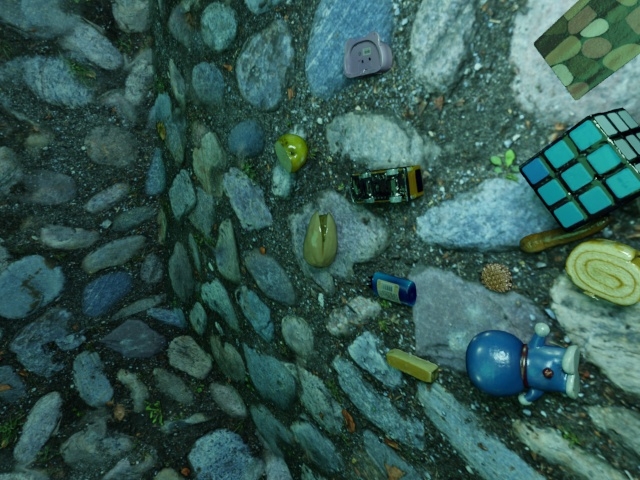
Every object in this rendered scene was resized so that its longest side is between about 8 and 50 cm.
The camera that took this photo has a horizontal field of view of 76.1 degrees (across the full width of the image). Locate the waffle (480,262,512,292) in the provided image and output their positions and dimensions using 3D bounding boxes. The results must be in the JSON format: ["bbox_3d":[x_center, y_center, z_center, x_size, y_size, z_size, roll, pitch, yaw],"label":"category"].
[{"bbox_3d":[0.452,0.096,1.052,0.083,0.029,0.075,26,123,46],"label":"waffle"}]

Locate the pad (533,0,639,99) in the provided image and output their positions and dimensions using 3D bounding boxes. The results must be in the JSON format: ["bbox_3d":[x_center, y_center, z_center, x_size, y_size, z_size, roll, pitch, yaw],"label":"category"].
[{"bbox_3d":[0.540,-0.402,0.761,0.235,0.003,0.158,-43,71,50],"label":"pad"}]

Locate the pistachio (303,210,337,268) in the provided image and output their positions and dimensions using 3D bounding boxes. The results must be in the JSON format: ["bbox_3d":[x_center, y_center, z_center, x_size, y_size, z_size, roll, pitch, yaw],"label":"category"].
[{"bbox_3d":[0.000,0.000,1.503,0.136,0.136,0.225,24,116,44],"label":"pistachio"}]

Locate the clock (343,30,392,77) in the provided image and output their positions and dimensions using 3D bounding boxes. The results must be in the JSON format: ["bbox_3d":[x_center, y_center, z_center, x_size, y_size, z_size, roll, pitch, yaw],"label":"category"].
[{"bbox_3d":[0.135,-0.530,1.174,0.153,0.050,0.109,12,114,48],"label":"clock"}]

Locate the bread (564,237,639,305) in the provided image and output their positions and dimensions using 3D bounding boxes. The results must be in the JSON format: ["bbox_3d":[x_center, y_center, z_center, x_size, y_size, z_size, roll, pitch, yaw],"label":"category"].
[{"bbox_3d":[0.586,0.060,0.833,0.149,0.073,0.122,29,124,41],"label":"bread"}]

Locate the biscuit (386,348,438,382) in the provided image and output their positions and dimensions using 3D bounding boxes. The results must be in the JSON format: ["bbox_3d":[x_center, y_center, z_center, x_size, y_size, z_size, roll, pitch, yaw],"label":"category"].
[{"bbox_3d":[0.300,0.406,1.343,0.188,0.056,0.052,12,111,50],"label":"biscuit"}]

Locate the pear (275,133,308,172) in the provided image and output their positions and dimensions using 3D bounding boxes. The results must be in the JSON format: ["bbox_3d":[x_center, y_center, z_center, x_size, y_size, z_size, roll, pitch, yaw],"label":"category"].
[{"bbox_3d":[-0.097,-0.327,1.505,0.141,0.104,0.141,56,164,25],"label":"pear"}]

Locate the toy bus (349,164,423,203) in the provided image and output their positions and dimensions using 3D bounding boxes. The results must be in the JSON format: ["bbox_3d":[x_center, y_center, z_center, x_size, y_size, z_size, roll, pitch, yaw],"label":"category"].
[{"bbox_3d":[0.191,-0.165,1.199,0.201,0.114,0.098,2,106,45],"label":"toy bus"}]

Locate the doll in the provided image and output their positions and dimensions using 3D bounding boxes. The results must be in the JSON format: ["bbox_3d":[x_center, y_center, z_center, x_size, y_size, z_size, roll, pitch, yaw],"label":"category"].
[{"bbox_3d":[0.492,0.300,1.004,0.257,0.161,0.214,0,91,34],"label":"doll"}]

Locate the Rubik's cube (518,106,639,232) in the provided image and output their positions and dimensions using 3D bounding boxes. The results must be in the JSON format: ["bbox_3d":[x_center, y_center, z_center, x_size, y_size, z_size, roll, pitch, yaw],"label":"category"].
[{"bbox_3d":[0.517,-0.132,0.772,0.160,0.163,0.162,61,145,14],"label":"Rubik's cube"}]

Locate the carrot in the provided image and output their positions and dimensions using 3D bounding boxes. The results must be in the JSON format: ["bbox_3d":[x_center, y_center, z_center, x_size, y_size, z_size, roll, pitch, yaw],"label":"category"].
[{"bbox_3d":[0.532,-0.011,0.895,0.191,0.047,0.047,-24,85,51],"label":"carrot"}]

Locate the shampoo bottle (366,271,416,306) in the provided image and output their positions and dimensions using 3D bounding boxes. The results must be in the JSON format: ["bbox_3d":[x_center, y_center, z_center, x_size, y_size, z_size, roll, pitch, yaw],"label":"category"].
[{"bbox_3d":[0.227,0.154,1.335,0.183,0.050,0.087,13,116,48],"label":"shampoo bottle"}]
